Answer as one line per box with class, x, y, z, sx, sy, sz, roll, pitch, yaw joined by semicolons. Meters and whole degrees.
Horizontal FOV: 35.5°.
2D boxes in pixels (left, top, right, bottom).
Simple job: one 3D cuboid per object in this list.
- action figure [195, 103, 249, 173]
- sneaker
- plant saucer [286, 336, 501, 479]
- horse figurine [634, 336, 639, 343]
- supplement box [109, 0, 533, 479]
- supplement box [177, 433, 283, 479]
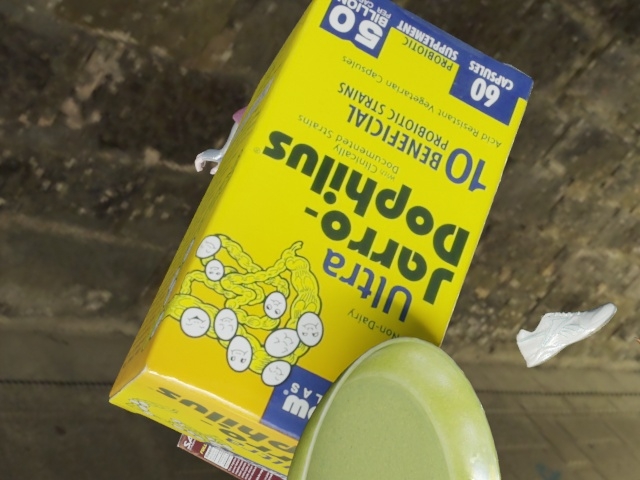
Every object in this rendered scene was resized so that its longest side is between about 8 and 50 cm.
action figure;-0.022;-0.135;1.233;0.248;0.275;0.370;13;33;-6
sneaker;0.351;0.123;1.438;0.061;0.152;0.054;62;12;16
plant saucer;0.045;0.181;0.620;0.241;0.037;0.241;15;71;-52
horse figurine;0.615;0.214;1.488;0.263;0.174;0.066;58;15;10
supplement box;0.000;0.000;0.818;0.194;0.195;0.356;26;69;-10
supplement box;-0.058;0.279;1.357;0.239;0.073;0.130;28;20;2
